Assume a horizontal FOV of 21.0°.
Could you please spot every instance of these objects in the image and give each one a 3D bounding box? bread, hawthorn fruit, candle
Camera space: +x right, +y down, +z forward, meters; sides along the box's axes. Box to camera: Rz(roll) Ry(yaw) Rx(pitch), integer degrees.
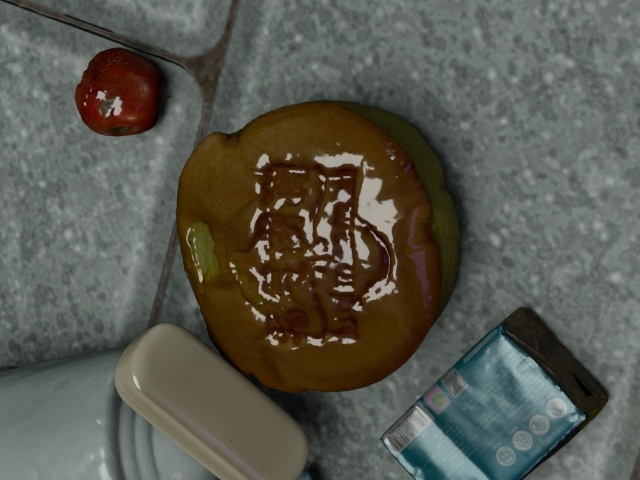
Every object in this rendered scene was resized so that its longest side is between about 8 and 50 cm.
[{"bbox_3d":[0.000,0.000,1.555,0.270,0.148,0.269,6,105,24],"label":"bread"},{"bbox_3d":[-0.190,-0.140,1.662,0.093,0.093,0.093,4,100,24],"label":"hawthorn fruit"},{"bbox_3d":[-0.226,0.211,1.654,0.343,0.221,0.221,-14,93,25],"label":"candle"}]

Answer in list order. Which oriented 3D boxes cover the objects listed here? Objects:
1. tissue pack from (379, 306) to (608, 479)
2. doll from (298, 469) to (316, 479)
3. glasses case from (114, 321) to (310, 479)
[{"bbox_3d":[0.156,0.159,1.547,0.120,0.082,0.169,47,113,10],"label":"tissue pack"},{"bbox_3d":[-0.002,0.313,1.660,0.120,0.075,0.179,155,117,-63],"label":"doll"},{"bbox_3d":[-0.097,0.156,1.559,0.196,0.083,0.050,42,146,-14],"label":"glasses case"}]
